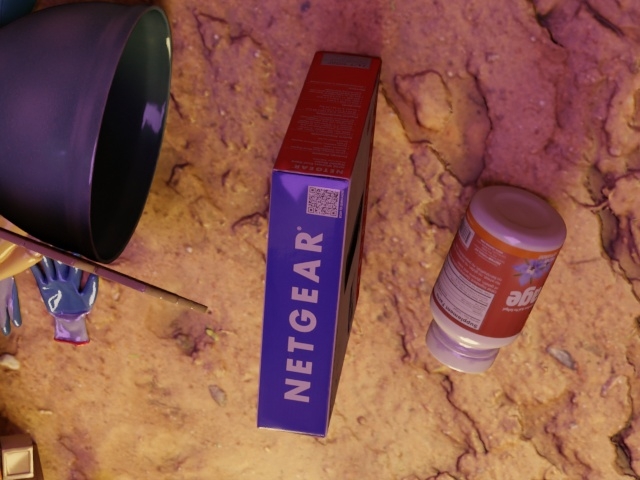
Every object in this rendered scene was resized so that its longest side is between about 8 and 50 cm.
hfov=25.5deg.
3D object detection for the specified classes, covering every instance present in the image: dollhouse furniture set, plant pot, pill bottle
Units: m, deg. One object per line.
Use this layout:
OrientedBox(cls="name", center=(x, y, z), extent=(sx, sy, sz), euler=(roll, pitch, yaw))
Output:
OrientedBox(cls="dollhouse furniture set", center=(-0.373, 0.325, 2.002), extent=(0.161, 0.101, 0.182), euler=(-5, 123, -17))
OrientedBox(cls="plant pot", center=(-0.301, -0.135, 1.581), extent=(0.196, 0.293, 0.293), euler=(12, 122, 6))
OrientedBox(cls="pill bottle", center=(0.204, 0.051, 1.709), extent=(0.121, 0.121, 0.216), euler=(18, 122, -2))

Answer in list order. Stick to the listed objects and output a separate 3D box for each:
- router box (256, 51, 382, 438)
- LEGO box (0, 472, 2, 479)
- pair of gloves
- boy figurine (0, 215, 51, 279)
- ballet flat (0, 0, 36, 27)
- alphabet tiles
OrientedBox(cls="router box", center=(0.000, 0.000, 1.605), extent=(0.082, 0.301, 0.335), euler=(8, 122, 5))
OrientedBox(cls="LEGO box", center=(-0.687, 0.316, 1.903), extent=(0.500, 0.193, 0.372), euler=(10, 122, 19))
OrientedBox(cls="pair of gloves", center=(-0.389, 0.068, 1.870), extent=(0.198, 0.023, 0.159), euler=(5, 121, 5))
OrientedBox(cls="boy figurine", center=(-0.431, -0.017, 1.775), extent=(0.177, 0.092, 0.285), euler=(35, 112, -12))
OrientedBox(cls="ballet flat", center=(-0.345, -0.354, 1.586), extent=(0.087, 0.083, 0.247), euler=(34, 123, 16))
OrientedBox(cls="alphabet tiles", center=(-0.282, 0.018, 1.560), extent=(0.285, 0.342, 0.011), euler=(20, 86, 13))
